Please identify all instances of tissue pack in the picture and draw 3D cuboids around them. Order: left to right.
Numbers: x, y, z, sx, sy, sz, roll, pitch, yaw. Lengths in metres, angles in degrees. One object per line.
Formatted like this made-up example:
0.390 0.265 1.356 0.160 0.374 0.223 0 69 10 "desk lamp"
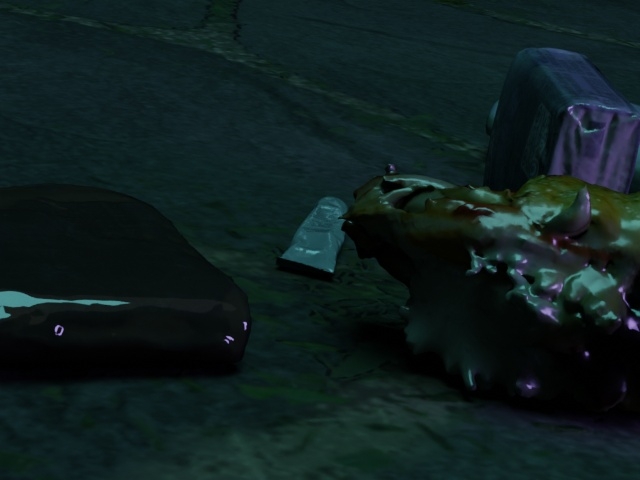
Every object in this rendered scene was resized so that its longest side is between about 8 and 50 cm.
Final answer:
0.119 -0.032 0.773 0.051 0.112 0.156 9 17 -3 "tissue pack"

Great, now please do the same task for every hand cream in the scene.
0.000 0.000 0.785 0.030 0.019 0.093 13 24 6 "hand cream"

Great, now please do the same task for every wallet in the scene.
-0.194 0.010 0.606 0.310 0.042 0.165 0 21 -27 "wallet"

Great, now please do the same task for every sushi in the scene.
0.117 0.022 0.641 0.226 0.103 0.097 7 -10 3 "sushi"

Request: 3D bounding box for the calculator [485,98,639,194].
0.225 -0.052 1.012 0.141 0.045 0.246 -8 25 -43 "calculator"
